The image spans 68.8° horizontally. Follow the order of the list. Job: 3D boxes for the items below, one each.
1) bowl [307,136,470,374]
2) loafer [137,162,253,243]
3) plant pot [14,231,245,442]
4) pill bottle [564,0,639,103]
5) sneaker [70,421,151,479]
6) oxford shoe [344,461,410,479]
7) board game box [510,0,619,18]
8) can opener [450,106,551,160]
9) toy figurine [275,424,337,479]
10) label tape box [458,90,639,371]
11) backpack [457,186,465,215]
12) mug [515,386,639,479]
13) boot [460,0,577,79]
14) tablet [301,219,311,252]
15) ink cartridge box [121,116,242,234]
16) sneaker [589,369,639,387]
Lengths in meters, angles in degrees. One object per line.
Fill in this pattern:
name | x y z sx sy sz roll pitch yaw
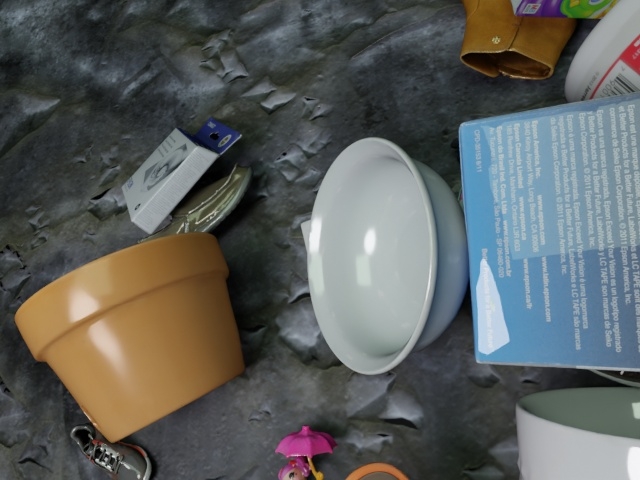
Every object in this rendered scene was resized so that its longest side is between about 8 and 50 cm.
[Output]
bowl | 0.103 0.021 0.626 0.134 0.298 0.298 2 65 -26
loafer | -0.217 -0.047 0.803 0.251 0.094 0.087 -45 100 0
plant pot | -0.240 0.144 0.671 0.290 0.291 0.204 -30 81 7
pill bottle | 0.501 -0.118 0.519 0.229 0.229 0.408 -34 65 5
sneaker | -0.338 0.342 0.738 0.157 0.065 0.061 22 80 24
oxford shoe | 0.083 0.414 0.492 0.129 0.133 0.364 -11 83 -7
board game box | 0.416 -0.412 0.646 0.275 0.144 0.142 -2 69 -7
can opener | 0.273 -0.151 0.672 0.186 0.059 0.073 0 33 45
toy figurine | -0.011 0.336 0.621 0.173 0.130 0.159 -53 47 23
label tape box | 0.323 -0.010 0.444 0.347 0.115 0.249 -4 86 25
backpack | 0.274 -0.026 0.616 0.188 0.144 0.166 -11 73 23
mug | 0.283 0.315 0.387 0.373 0.276 0.328 1 80 -19
boot | 0.261 -0.380 0.759 0.295 0.104 0.211 24 75 18
tablet | 0.000 0.000 0.774 0.054 0.006 0.083 -19 67 12
ink cartridge box | -0.258 -0.138 0.835 0.224 0.045 0.223 -48 33 -3
sneaker | 0.426 0.125 0.521 0.290 0.123 0.106 -4 69 51
